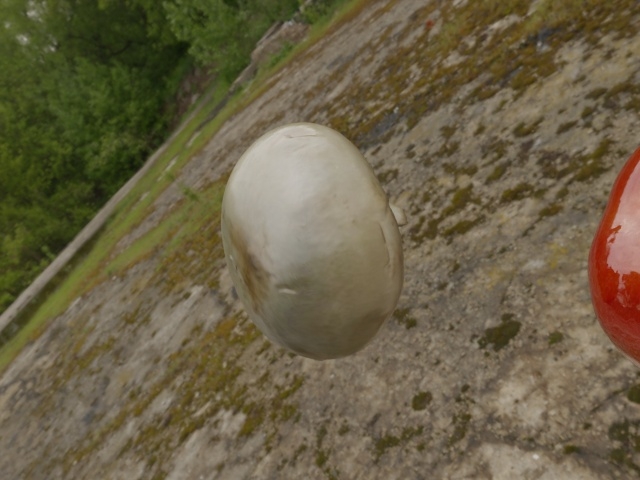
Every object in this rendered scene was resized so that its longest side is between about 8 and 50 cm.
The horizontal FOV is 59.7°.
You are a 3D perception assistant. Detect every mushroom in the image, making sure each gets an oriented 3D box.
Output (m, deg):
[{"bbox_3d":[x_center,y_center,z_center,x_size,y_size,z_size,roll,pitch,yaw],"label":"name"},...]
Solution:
[{"bbox_3d":[0.000,0.000,0.539,0.177,0.227,0.226,-12,18,-17],"label":"mushroom"}]

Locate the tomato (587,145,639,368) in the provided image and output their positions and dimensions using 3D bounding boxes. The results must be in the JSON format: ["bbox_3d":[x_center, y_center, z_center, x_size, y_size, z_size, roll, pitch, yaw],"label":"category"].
[{"bbox_3d":[0.254,0.003,0.322,0.195,0.136,0.195,-60,11,20],"label":"tomato"}]
